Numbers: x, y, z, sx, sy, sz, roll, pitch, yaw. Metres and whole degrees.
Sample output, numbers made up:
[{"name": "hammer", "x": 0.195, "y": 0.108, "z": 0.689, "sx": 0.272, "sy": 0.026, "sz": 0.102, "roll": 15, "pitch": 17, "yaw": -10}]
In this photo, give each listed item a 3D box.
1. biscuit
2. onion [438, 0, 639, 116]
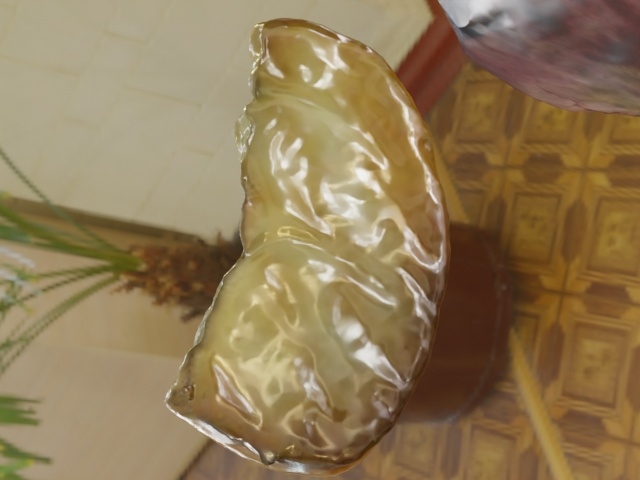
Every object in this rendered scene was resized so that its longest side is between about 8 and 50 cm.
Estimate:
[{"name": "biscuit", "x": 0.004, "y": -0.001, "z": 0.771, "sx": 0.045, "sy": 0.154, "sz": 0.299, "roll": 101, "pitch": 180, "yaw": -68}, {"name": "onion", "x": 0.151, "y": -0.160, "z": 0.495, "sx": 0.252, "sy": 0.252, "sz": 0.219, "roll": -27, "pitch": 65, "yaw": 53}]
